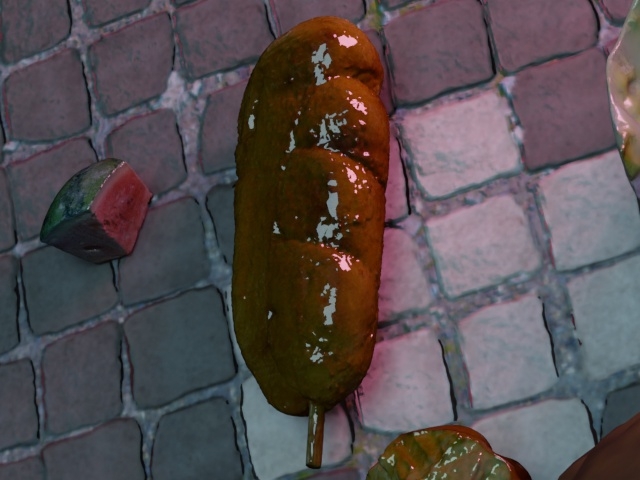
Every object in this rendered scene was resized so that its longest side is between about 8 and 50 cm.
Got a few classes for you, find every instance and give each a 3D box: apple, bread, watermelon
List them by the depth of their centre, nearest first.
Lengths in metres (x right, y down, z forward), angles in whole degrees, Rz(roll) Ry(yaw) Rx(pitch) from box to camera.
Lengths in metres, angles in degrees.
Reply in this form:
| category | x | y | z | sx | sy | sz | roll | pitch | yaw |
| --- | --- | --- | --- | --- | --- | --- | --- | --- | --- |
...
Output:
| category | x | y | z | sx | sy | sz | roll | pitch | yaw |
| --- | --- | --- | --- | --- | --- | --- | --- | --- | --- |
| apple | 0.082 | 0.208 | 1.200 | 0.158 | 0.147 | 0.156 | -36 | 28 | -3 |
| bread | -0.002 | 0.000 | 1.346 | 0.124 | 0.084 | 0.344 | -19 | 63 | 41 |
| watermelon | -0.171 | -0.024 | 1.436 | 0.072 | 0.092 | 0.084 | 25 | 91 | -10 |

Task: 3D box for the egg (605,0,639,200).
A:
| category | x | y | z | sx | sy | sz | roll | pitch | yaw |
| --- | --- | --- | --- | --- | --- | --- | --- | --- | --- |
| egg | 0.292 | -0.146 | 1.226 | 0.271 | 0.206 | 0.162 | -64 | 27 | 17 |

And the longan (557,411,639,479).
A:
| category | x | y | z | sx | sy | sz | roll | pitch | yaw |
| --- | --- | --- | --- | --- | --- | --- | --- | --- | --- |
| longan | 0.277 | 0.247 | 0.960 | 0.391 | 0.391 | 0.391 | -8 | 68 | 21 |
